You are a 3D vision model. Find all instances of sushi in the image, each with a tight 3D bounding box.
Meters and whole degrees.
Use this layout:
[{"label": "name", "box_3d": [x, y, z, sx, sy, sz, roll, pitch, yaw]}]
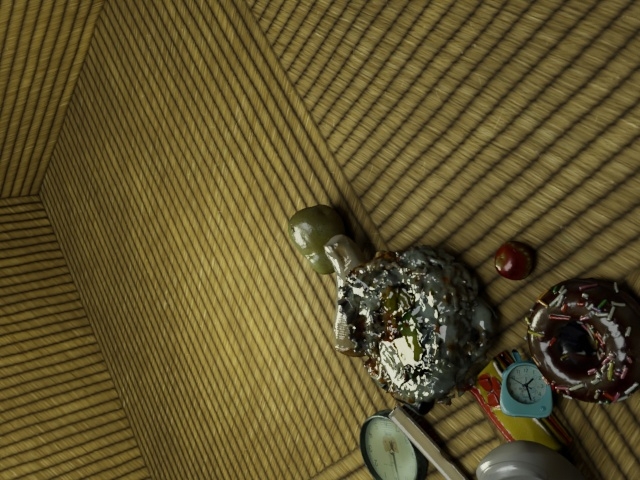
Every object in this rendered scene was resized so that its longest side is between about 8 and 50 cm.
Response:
[{"label": "sushi", "box_3d": [0.224, 0.208, 1.715, 0.417, 0.175, 0.418, 13, 107, 50]}]

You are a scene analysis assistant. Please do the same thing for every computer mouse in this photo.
[{"label": "computer mouse", "box_3d": [0.459, 0.515, 1.508, 0.184, 0.297, 0.121, -41, 24, 34]}]

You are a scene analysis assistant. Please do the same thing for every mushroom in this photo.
[{"label": "mushroom", "box_3d": [0.081, 0.153, 1.918, 0.095, 0.122, 0.351, -123, 25, -72]}]

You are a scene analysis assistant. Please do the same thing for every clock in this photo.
[{"label": "clock", "box_3d": [0.194, 0.577, 1.948, 0.226, 0.049, 0.226, 14, 108, 48]}, {"label": "clock", "box_3d": [0.443, 0.306, 1.536, 0.108, 0.045, 0.147, 2, 71, 14]}]

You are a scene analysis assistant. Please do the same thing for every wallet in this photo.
[{"label": "wallet", "box_3d": [0.435, 0.387, 1.601, 0.241, 0.067, 0.141, 55, 137, 25]}]

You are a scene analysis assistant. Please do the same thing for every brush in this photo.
[{"label": "brush", "box_3d": [0.303, 0.546, 1.818, 0.321, 0.050, 0.060, 46, 129, 23]}]

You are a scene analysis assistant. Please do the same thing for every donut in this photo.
[{"label": "donut", "box_3d": [0.527, 0.202, 1.419, 0.269, 0.103, 0.270, 14, 109, 46]}]

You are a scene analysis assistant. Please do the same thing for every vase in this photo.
[{"label": "vase", "box_3d": [0.202, 0.387, 1.881, 0.211, 0.060, 0.060, 26, 118, 44]}]

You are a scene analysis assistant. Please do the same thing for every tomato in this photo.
[{"label": "tomato", "box_3d": [0.414, 0.044, 1.534, 0.087, 0.075, 0.087, 10, 103, 50]}]

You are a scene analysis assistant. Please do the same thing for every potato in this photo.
[{"label": "potato", "box_3d": [0.000, 0.000, 1.960, 0.157, 0.157, 0.194, -21, 89, 50]}]
